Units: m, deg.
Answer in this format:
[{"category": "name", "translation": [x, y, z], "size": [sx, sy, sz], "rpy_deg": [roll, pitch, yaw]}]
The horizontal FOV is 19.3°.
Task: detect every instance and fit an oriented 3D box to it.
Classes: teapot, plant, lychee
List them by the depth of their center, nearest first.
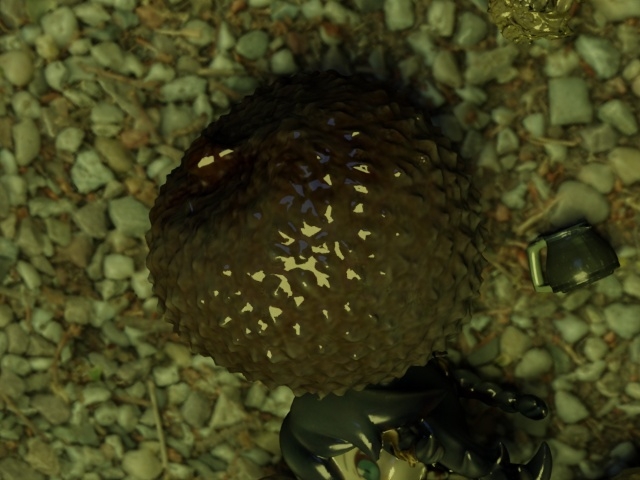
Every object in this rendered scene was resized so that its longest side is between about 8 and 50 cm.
[{"category": "plant", "translation": [0.207, -0.219, 1.602], "size": [0.122, 0.104, 0.116], "rpy_deg": [6, 158, -24]}, {"category": "lychee", "translation": [-0.003, -0.004, 1.620], "size": [0.300, 0.300, 0.300], "rpy_deg": [4, 113, 10]}, {"category": "teapot", "translation": [0.223, 0.016, 1.698], "size": [0.088, 0.066, 0.057], "rpy_deg": [-24, 87, 42]}]

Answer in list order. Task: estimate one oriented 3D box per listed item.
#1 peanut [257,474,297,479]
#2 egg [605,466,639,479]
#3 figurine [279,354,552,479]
[{"category": "peanut", "translation": [-0.040, 0.321, 1.824], "size": [0.124, 0.123, 0.256], "rpy_deg": [7, 132, 8]}, {"category": "egg", "translation": [0.302, 0.315, 1.722], "size": [0.203, 0.203, 0.245], "rpy_deg": [-3, 130, 13]}, {"category": "figurine", "translation": [0.096, 0.200, 1.720], "size": [0.265, 0.197, 0.175], "rpy_deg": [27, 118, 3]}]
